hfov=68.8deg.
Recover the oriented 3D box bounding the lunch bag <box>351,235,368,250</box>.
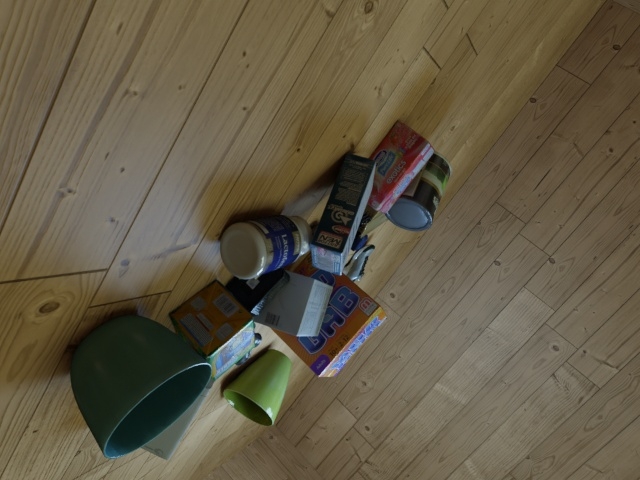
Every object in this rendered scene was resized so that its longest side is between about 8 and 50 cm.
[{"bbox_3d":[0.163,-0.003,2.104,0.065,0.067,0.099,-22,147,-54],"label":"lunch bag"}]

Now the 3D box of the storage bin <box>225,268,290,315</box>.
[{"bbox_3d":[-0.200,0.138,1.495,0.180,0.122,0.084,-47,162,-6],"label":"storage bin"}]

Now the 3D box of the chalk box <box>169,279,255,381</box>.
[{"bbox_3d":[-0.323,0.294,1.441,0.179,0.180,0.289,-38,157,-28],"label":"chalk box"}]

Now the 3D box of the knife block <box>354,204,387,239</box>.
[{"bbox_3d":[0.171,-0.071,1.962,0.242,0.088,0.275,-49,161,2],"label":"knife block"}]

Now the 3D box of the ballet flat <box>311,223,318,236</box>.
[{"bbox_3d":[0.000,0.000,1.772,0.058,0.084,0.250,-12,162,5],"label":"ballet flat"}]

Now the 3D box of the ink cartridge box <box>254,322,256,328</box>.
[{"bbox_3d":[-0.313,0.336,1.640,0.067,0.115,0.198,-20,145,-54],"label":"ink cartridge box"}]

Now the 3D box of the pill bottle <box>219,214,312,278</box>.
[{"bbox_3d":[-0.143,0.008,1.324,0.264,0.153,0.153,-19,145,-56],"label":"pill bottle"}]

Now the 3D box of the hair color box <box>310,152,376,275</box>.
[{"bbox_3d":[0.074,-0.085,1.489,0.174,0.105,0.348,87,22,-63],"label":"hair color box"}]

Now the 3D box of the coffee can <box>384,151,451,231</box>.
[{"bbox_3d":[0.396,-0.205,1.898,0.202,0.201,0.276,94,20,-61],"label":"coffee can"}]

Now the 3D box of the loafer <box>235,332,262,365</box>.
[{"bbox_3d":[-0.319,0.451,1.957,0.061,0.062,0.170,27,101,-48],"label":"loafer"}]

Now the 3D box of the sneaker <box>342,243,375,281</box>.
[{"bbox_3d":[0.195,0.134,2.383,0.272,0.108,0.100,-52,159,6],"label":"sneaker"}]

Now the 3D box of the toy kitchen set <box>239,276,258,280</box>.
[{"bbox_3d":[-0.219,0.080,1.423,0.083,0.068,0.075,-42,160,-19],"label":"toy kitchen set"}]

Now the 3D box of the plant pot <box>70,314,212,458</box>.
[{"bbox_3d":[-0.451,0.324,1.129,0.293,0.235,0.293,-42,159,-20],"label":"plant pot"}]

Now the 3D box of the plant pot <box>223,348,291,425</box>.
[{"bbox_3d":[-0.268,0.677,2.237,0.294,0.274,0.275,-54,168,-37],"label":"plant pot"}]

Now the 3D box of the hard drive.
[{"bbox_3d":[-0.488,0.488,1.385,0.353,0.232,0.047,-58,-174,26],"label":"hard drive"}]

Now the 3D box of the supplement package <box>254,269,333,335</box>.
[{"bbox_3d":[-0.102,0.217,1.656,0.262,0.199,0.198,36,70,-71],"label":"supplement package"}]

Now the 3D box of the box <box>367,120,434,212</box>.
[{"bbox_3d":[0.263,-0.262,1.709,0.300,0.142,0.154,-53,161,13],"label":"box"}]

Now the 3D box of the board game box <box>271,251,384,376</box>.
[{"bbox_3d":[0.020,0.313,1.955,0.356,0.356,0.356,-48,161,-3],"label":"board game box"}]
